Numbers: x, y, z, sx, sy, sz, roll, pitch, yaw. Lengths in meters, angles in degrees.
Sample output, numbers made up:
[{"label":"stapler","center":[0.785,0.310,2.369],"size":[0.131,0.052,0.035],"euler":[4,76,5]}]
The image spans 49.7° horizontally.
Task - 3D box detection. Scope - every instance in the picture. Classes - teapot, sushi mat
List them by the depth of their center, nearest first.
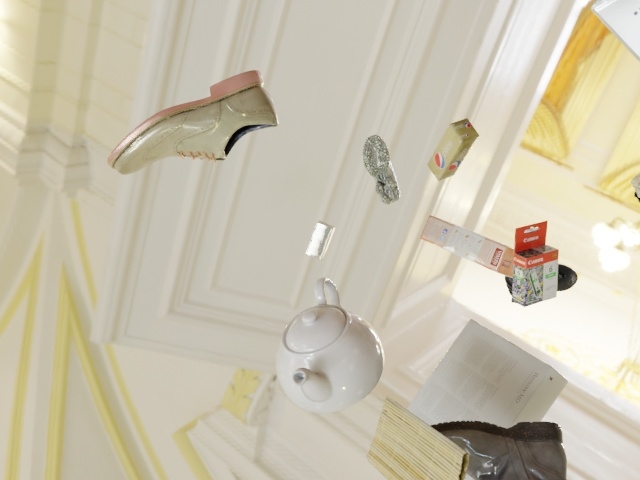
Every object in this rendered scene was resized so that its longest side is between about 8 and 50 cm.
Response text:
[{"label":"sushi mat","center":[0.178,0.419,1.330],"size":[0.019,0.151,0.316],"euler":[16,180,-22]},{"label":"teapot","center":[0.007,0.221,1.468],"size":[0.252,0.187,0.256],"euler":[-34,-149,-21]}]

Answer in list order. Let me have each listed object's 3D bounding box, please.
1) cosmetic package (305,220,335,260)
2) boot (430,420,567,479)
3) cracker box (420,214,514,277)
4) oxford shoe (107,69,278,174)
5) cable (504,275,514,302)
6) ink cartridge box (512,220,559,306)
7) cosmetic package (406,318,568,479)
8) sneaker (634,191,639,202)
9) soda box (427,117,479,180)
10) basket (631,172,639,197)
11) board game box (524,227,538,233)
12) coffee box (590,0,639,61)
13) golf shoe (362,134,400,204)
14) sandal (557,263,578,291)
[{"label":"cosmetic package","center":[0.000,0.000,2.225],"size":[0.060,0.115,0.041],"euler":[24,-167,9]},{"label":"boot","center":[0.333,0.476,1.356],"size":[0.338,0.118,0.223],"euler":[-4,-122,6]},{"label":"cracker box","center":[0.370,0.020,1.613],"size":[0.155,0.067,0.232],"euler":[17,-173,-44]},{"label":"oxford shoe","center":[-0.283,-0.230,1.543],"size":[0.147,0.397,0.140],"euler":[62,-177,-1]},{"label":"cable","center":[0.678,0.125,2.236],"size":[0.047,0.151,0.184],"euler":[10,163,-31]},{"label":"ink cartridge box","center":[0.312,0.034,1.002],"size":[0.062,0.115,0.029],"euler":[-13,-157,-22]},{"label":"cosmetic package","center":[0.376,0.416,1.696],"size":[0.097,0.377,0.284],"euler":[38,177,-32]},{"label":"sneaker","center":[0.834,-0.098,1.769],"size":[0.035,0.031,0.083],"euler":[-23,-119,-24]},{"label":"soda box","center":[0.343,-0.234,1.799],"size":[0.058,0.181,0.061],"euler":[-21,-112,-21]},{"label":"basket","center":[0.846,-0.068,1.339],"size":[0.266,0.331,0.328],"euler":[46,-167,-22]},{"label":"board game box","center":[0.636,0.007,2.078],"size":[0.020,0.090,0.090],"euler":[2,-178,-23]},{"label":"coffee box","center":[0.835,-0.509,1.501],"size":[0.334,0.337,0.338],"euler":[48,-153,2]},{"label":"golf shoe","center":[0.152,-0.180,1.735],"size":[0.069,0.176,0.086],"euler":[-13,-170,14]},{"label":"sandal","center":[0.528,0.079,1.672],"size":[0.179,0.067,0.040],"euler":[16,-170,35]}]
